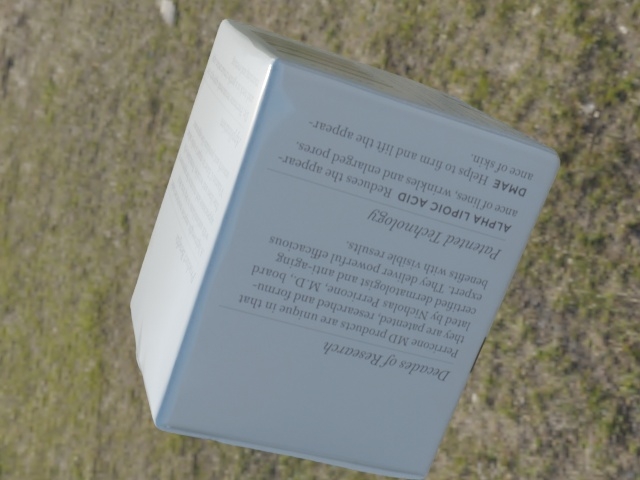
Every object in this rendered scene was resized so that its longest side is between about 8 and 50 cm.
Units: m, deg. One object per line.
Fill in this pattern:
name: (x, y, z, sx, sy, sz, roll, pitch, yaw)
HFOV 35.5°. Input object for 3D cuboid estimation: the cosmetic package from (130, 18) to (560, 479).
cosmetic package: (0.000, 0.000, 0.531, 0.151, 0.151, 0.184, -125, 53, -66)
